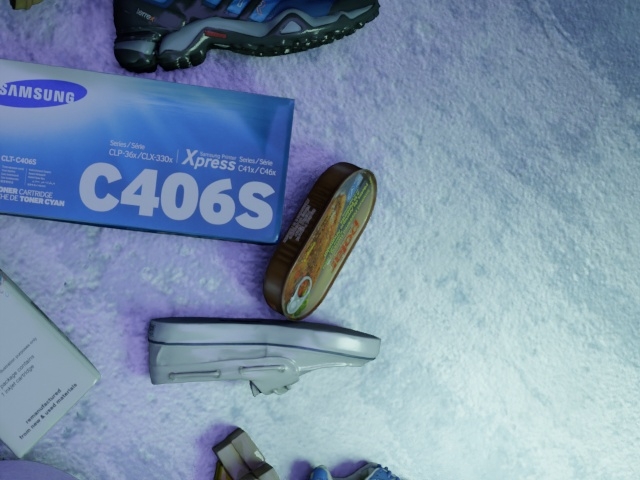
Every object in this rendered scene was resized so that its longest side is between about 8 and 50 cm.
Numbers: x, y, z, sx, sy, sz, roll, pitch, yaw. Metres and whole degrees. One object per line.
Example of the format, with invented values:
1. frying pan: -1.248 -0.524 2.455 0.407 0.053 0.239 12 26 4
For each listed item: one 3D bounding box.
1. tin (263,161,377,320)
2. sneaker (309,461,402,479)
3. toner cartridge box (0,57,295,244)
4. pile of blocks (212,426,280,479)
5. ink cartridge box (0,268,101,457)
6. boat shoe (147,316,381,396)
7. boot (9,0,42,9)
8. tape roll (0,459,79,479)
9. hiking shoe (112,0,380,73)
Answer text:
1. tin: 0.000 0.000 1.500 0.040 0.106 0.189 25 81 32
2. sneaker: 0.082 0.296 1.522 0.211 0.080 0.081 2 92 -14
3. toner cartridge box: -0.210 -0.094 1.466 0.348 0.075 0.165 6 87 -12
4. pile of blocks: -0.115 0.389 1.460 0.149 0.112 0.362 5 88 -12
5. ink cartridge box: -0.364 0.074 1.364 0.117 0.201 0.278 -45 98 -10
6. boat shoe: -0.063 0.132 1.495 0.258 0.095 0.084 3 92 -2
7. boot: -0.201 -0.341 1.421 0.269 0.089 0.236 -3 54 -12
8. tape roll: -0.328 0.365 1.367 0.275 0.090 0.275 12 70 -34
9. hiking shoe: -0.083 -0.269 1.477 0.304 0.113 0.132 -9 92 -13
